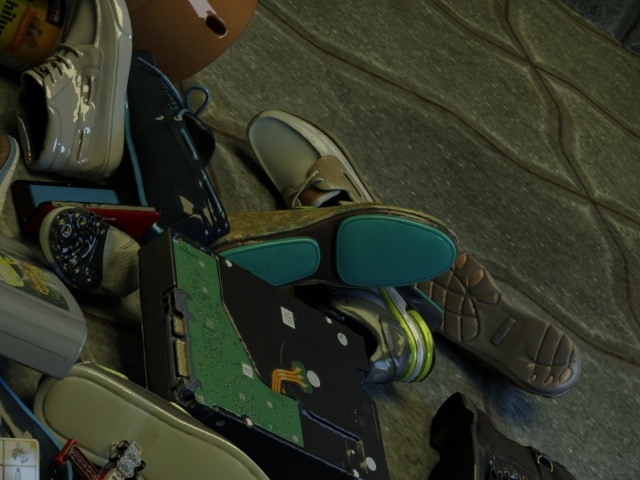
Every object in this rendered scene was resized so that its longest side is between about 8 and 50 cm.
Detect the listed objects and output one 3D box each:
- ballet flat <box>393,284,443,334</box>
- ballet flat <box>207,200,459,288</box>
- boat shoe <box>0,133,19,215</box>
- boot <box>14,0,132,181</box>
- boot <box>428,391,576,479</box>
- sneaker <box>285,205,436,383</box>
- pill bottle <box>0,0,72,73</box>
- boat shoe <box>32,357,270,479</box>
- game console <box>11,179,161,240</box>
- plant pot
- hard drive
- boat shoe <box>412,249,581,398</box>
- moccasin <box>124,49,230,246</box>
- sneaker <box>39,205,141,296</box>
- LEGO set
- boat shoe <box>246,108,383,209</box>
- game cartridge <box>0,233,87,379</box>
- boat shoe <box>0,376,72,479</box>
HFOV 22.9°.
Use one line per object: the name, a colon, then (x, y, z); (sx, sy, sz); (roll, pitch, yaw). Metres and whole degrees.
ballet flat: (0.100, 0.074, 2.172); (0.203, 0.074, 0.074); (47, 18, -38)
ballet flat: (0.000, 0.000, 2.010); (0.349, 0.123, 0.123); (-6, 45, -15)
boat shoe: (-0.383, -0.071, 1.764); (0.066, 0.066, 0.183); (29, 29, -22)
boot: (-0.306, -0.205, 1.935); (0.123, 0.095, 0.258); (6, 79, -46)
boot: (0.254, 0.316, 2.027); (0.229, 0.091, 0.263); (35, 25, -13)
sneaker: (0.025, 0.070, 2.074); (0.121, 0.111, 0.300); (-11, 52, -48)
pill bottle: (-0.397, -0.283, 2.007); (0.215, 0.117, 0.117); (22, 32, -34)
boat shoe: (-0.154, 0.219, 1.591); (0.305, 0.109, 0.091); (37, 0, -12)
game console: (-0.271, -0.049, 1.827); (0.144, 0.124, 0.085); (3, 69, -26)
plant pot: (-0.224, -0.357, 2.210); (0.203, 0.291, 0.291); (47, 21, -29)
hard drive: (-0.063, 0.153, 1.795); (0.339, 0.064, 0.237); (32, 35, -40)
boat shoe: (0.235, 0.123, 2.296); (0.324, 0.123, 0.116); (42, -9, 19)
moccasin: (-0.187, -0.108, 2.004); (0.117, 0.137, 0.342); (-9, 53, -9)
sneaker: (-0.263, 0.011, 1.735); (0.086, 0.085, 0.237); (18, -8, 16)
LEGO set: (-0.231, 0.271, 1.434); (0.244, 0.060, 0.182); (9, 74, -48)
boat shoe: (0.005, -0.068, 2.243); (0.302, 0.113, 0.103); (45, 20, 3)
game cartridge: (-0.336, 0.038, 1.558); (0.196, 0.060, 0.294); (32, 5, -30)
boat shoe: (-0.336, 0.154, 1.445); (0.258, 0.109, 0.089); (38, 30, -4)
